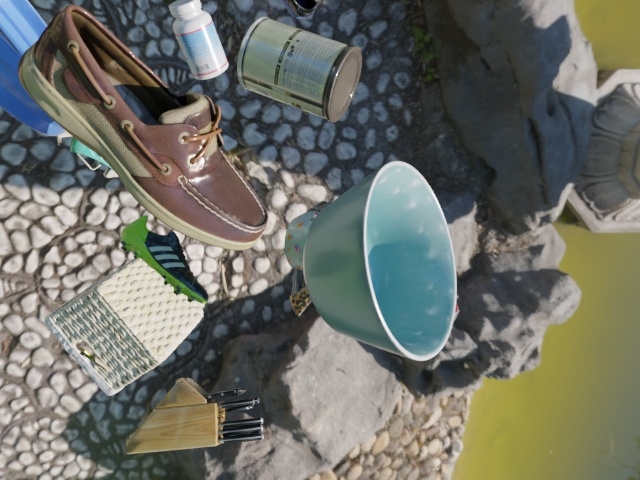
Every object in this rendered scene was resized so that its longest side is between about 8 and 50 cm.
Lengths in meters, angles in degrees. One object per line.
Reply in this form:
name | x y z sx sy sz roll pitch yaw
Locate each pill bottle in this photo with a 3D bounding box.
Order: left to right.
pill bottle | -0.270 -0.446 1.148 0.087 0.087 0.160 -23 129 -7

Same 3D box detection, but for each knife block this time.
knife block | -0.276 0.450 1.223 0.242 0.088 0.275 38 80 13

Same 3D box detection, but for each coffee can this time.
coffee can | -0.054 -0.460 1.399 0.276 0.201 0.201 24 99 14

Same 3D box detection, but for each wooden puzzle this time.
wooden puzzle | -0.513 0.269 1.175 0.014 0.079 0.116 -55 141 -24

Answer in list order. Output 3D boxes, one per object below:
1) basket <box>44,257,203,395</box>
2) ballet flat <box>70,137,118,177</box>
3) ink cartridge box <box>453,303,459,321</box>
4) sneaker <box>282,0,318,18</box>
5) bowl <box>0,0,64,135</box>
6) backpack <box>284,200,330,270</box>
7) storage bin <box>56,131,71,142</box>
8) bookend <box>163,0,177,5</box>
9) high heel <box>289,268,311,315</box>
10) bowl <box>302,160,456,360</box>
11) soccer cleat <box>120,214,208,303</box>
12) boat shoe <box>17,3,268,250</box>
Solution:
basket | -0.623 0.255 1.696 0.267 0.331 0.328 -32 100 26
ballet flat | -0.736 -0.266 1.775 0.247 0.083 0.087 34 90 -31
ink cartridge box | 0.201 0.095 1.101 0.128 0.175 0.072 -8 147 -3
sneaker | -0.099 -0.709 1.419 0.232 0.090 0.081 36 78 -31
bowl | -0.488 -0.325 0.765 0.077 0.391 0.391 -35 109 -2
backpack | 0.000 0.000 1.367 0.188 0.144 0.165 -25 125 -39
storage bin | -0.761 -0.407 1.769 0.263 0.260 0.123 -12 98 -26
bookend | -0.380 -0.705 1.338 0.157 0.072 0.156 -28 136 33
high heel | 0.024 0.173 1.716 0.262 0.093 0.186 7 93 24
bowl | 0.088 0.039 0.855 0.312 0.163 0.311 17 68 -50
soccer cleat | -0.244 0.031 0.853 0.179 0.060 0.072 43 63 -8
boat shoe | -0.176 -0.123 0.616 0.123 0.123 0.342 -32 114 33
